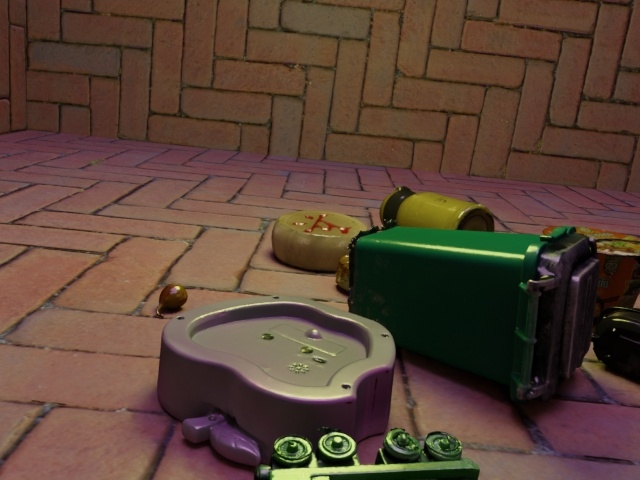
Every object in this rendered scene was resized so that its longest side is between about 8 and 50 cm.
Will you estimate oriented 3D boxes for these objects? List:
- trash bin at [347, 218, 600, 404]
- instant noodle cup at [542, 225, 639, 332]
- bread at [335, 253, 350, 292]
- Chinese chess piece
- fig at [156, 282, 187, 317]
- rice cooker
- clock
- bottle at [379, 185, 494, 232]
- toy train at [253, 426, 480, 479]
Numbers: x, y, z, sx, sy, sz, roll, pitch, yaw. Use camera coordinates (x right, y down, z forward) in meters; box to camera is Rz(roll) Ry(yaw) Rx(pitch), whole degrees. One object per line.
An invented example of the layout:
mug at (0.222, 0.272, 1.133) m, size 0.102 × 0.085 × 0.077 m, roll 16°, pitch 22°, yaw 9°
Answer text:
trash bin at (0.244, 0.100, 1.046) m, size 0.381 × 0.258 × 0.295 m, roll 8°, pitch 14°, yaw 34°
instant noodle cup at (0.582, 0.082, 1.330) m, size 0.231 × 0.182 × 0.230 m, roll 6°, pitch 15°, yaw -2°
bread at (0.101, 0.076, 1.386) m, size 0.140 × 0.069 × 0.128 m, roll 1°, pitch 15°, yaw -22°
Chinese chess piece at (0.000, 0.000, 1.570) m, size 0.250 × 0.102 × 0.249 m, roll 6°, pitch 17°, yaw -2°
fig at (-0.282, 0.114, 1.153) m, size 0.050 × 0.050 × 0.083 m, roll 10°, pitch 35°, yaw 15°
rice cooker at (0.563, 0.183, 1.086) m, size 0.165 × 0.112 × 0.107 m, roll 17°, pitch 25°, yaw 39°
clock at (-0.059, 0.181, 0.868) m, size 0.339 × 0.102 × 0.338 m, roll 5°, pitch 15°, yaw -1°
bottle at (0.311, -0.053, 1.766) m, size 0.172 × 0.171 × 0.351 m, roll -4°, pitch 16°, yaw -33°
toy train at (0.057, 0.265, 0.655) m, size 0.252 × 0.084 × 0.119 m, roll 1°, pitch 21°, yaw -10°
